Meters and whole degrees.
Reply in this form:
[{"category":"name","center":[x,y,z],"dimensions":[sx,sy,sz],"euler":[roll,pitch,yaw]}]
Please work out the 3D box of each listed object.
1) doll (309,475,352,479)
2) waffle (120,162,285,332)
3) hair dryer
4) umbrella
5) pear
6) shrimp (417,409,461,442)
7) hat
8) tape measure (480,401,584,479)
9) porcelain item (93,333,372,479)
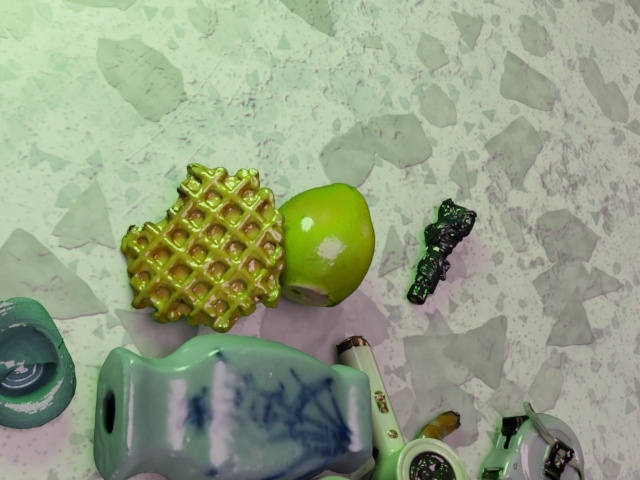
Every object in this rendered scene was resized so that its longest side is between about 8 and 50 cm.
[{"category":"doll","center":[0.003,0.461,1.274],"dimensions":[0.251,0.221,0.221],"euler":[-30,93,1]},{"category":"waffle","center":[-0.184,0.009,1.350],"dimensions":[0.291,0.051,0.291],"euler":[0,77,0]},{"category":"hair dryer","center":[0.101,0.306,1.427],"dimensions":[0.128,0.203,0.361],"euler":[-5,62,-28]},{"category":"umbrella","center":[0.221,0.020,1.627],"dimensions":[0.080,0.071,0.224],"euler":[26,67,9]},{"category":"pear","center":[0.000,0.000,1.444],"dimensions":[0.188,0.187,0.219],"euler":[23,65,-23]},{"category":"shrimp","center":[0.233,0.396,1.546],"dimensions":[0.161,0.049,0.166],"euler":[43,52,-11]},{"category":"hat","center":[-0.425,0.167,1.215],"dimensions":[0.138,0.078,0.190],"euler":[-19,105,-24]},{"category":"tape measure","center":[0.408,0.408,1.601],"dimensions":[0.196,0.105,0.178],"euler":[28,64,-19]},{"category":"porcelain item","center":[-0.124,0.264,1.296],"dimensions":[0.405,0.178,0.242],"euler":[8,71,-31]}]
